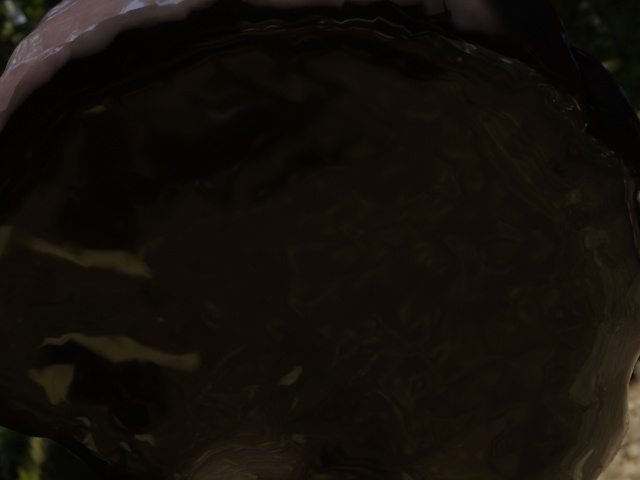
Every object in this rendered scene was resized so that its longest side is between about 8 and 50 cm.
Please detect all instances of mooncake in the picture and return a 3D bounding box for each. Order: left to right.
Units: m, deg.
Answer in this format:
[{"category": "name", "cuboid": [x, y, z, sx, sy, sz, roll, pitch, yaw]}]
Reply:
[{"category": "mooncake", "cuboid": [0.000, 0.000, 0.843, 0.351, 0.381, 0.212, -33, 24, 17]}]
